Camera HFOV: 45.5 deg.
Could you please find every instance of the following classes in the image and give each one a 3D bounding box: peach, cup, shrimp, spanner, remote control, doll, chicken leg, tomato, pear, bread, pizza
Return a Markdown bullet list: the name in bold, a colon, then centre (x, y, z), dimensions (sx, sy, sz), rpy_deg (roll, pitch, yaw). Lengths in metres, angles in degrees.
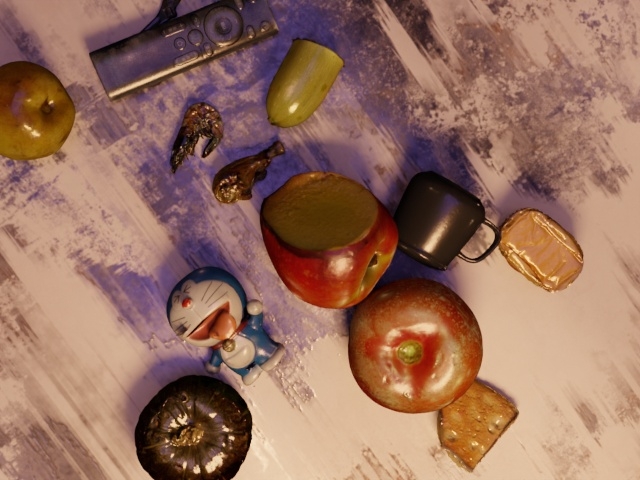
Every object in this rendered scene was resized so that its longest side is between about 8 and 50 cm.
- **peach**: centre (0.000, 0.000, 1.505), dimensions (0.274, 0.248, 0.245), rpy_deg (38, 124, 27)
- **cup**: centre (0.255, -0.025, 1.562), dimensions (0.223, 0.169, 0.177), rpy_deg (32, 93, -1)
- **shrimp**: centre (-0.256, -0.205, 1.575), dimensions (0.091, 0.034, 0.161), rpy_deg (26, 87, -6)
- **spanner**: centre (-0.357, -0.433, 1.574), dimensions (0.046, 0.012, 0.208), rpy_deg (43, 87, -4)
- **remote control**: centre (-0.275, -0.404, 1.561), dimensions (0.377, 0.044, 0.107), rpy_deg (-24, 103, -6)
- **doll**: centre (-0.195, 0.177, 1.526), dimensions (0.257, 0.161, 0.215), rpy_deg (45, 112, -8)
- **chicken leg**: centre (-0.143, -0.140, 1.575), dimensions (0.178, 0.070, 0.093), rpy_deg (-40, 69, -16)
- **tomato**: centre (0.188, 0.207, 1.533), dimensions (0.270, 0.222, 0.271), rpy_deg (1, 94, 14)
- **pear**: centre (-0.571, -0.247, 1.468), dimensions (0.199, 0.200, 0.200), rpy_deg (0, 90, -6)
- **bread**: centre (0.461, 0.018, 1.615), dimensions (0.132, 0.114, 0.190), rpy_deg (-45, 86, 6)
- **pizza**: centre (0.296, 0.373, 1.622), dimensions (0.204, 0.081, 0.188), rpy_deg (40, 63, 5)

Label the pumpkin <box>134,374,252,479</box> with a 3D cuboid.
- **pumpkin**: centre (-0.249, 0.388, 1.518), dimensions (0.237, 0.159, 0.238), rpy_deg (0, 89, -1)

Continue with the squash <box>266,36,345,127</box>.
- **squash**: centre (-0.046, -0.312, 1.555), dimensions (0.123, 0.123, 0.187), rpy_deg (32, 87, -5)
